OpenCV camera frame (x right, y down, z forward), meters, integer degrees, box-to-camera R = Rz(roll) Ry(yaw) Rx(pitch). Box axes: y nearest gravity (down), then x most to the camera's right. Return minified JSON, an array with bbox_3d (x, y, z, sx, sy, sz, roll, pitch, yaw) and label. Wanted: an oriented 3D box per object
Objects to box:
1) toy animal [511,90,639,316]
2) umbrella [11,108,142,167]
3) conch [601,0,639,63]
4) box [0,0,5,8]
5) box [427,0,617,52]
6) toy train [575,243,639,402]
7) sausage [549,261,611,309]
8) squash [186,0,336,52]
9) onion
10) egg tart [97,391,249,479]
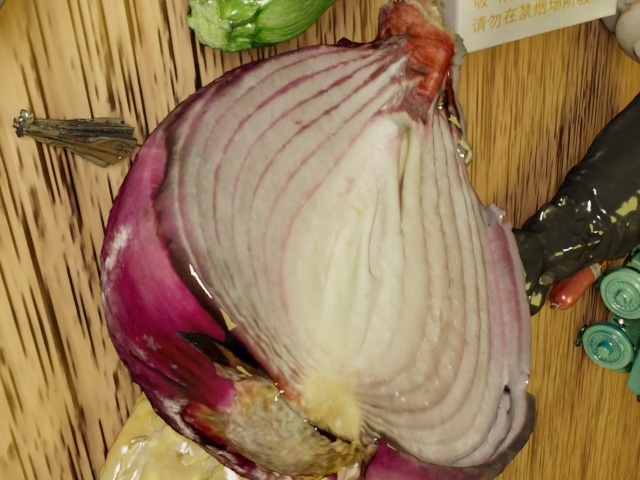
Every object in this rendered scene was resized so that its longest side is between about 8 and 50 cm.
[{"bbox_3d":[0.274,-0.032,0.983,0.343,0.106,0.168,-39,159,-18],"label":"toy animal"},{"bbox_3d":[-0.129,-0.056,0.537,0.031,0.020,0.083,-38,158,30],"label":"umbrella"},{"bbox_3d":[0.336,-0.263,0.973,0.158,0.127,0.255,28,61,-23],"label":"conch"},{"bbox_3d":[-0.151,-0.218,0.389,0.325,0.047,0.180,-62,145,-7],"label":"box"},{"bbox_3d":[0.142,-0.262,0.699,0.149,0.067,0.233,-20,126,-23],"label":"box"},{"bbox_3d":[0.414,0.098,1.202,0.112,0.163,0.203,-35,143,-40],"label":"toy train"},{"bbox_3d":[0.336,0.010,1.176,0.253,0.034,0.034,-39,136,-33],"label":"sausage"},{"bbox_3d":[0.002,-0.187,0.591,0.219,0.068,0.077,-50,149,-24],"label":"squash"},{"bbox_3d":[0.000,0.000,0.613,0.267,0.159,0.349,42,43,-21],"label":"onion"},{"bbox_3d":[-0.040,0.224,0.705,0.352,0.150,0.352,-33,133,-44],"label":"egg tart"}]
